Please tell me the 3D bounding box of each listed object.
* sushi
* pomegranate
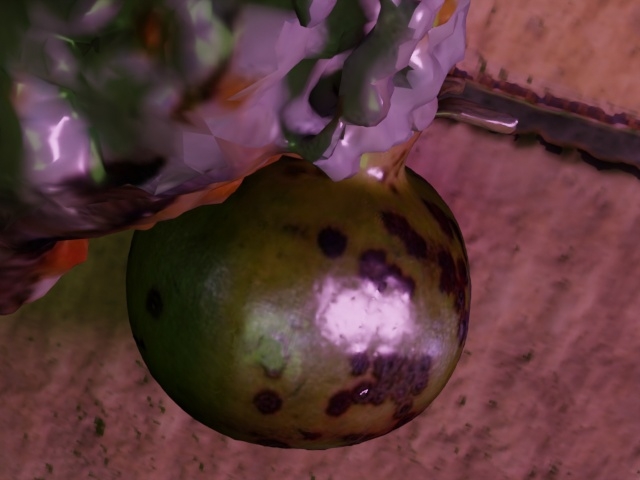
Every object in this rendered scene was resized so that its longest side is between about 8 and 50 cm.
[{"bbox_3d":[-0.108,-0.180,0.629,0.418,0.176,0.417,14,120,25],"label":"sushi"},{"bbox_3d":[-0.001,0.001,0.797,0.148,0.148,0.169,22,89,-5],"label":"pomegranate"}]
